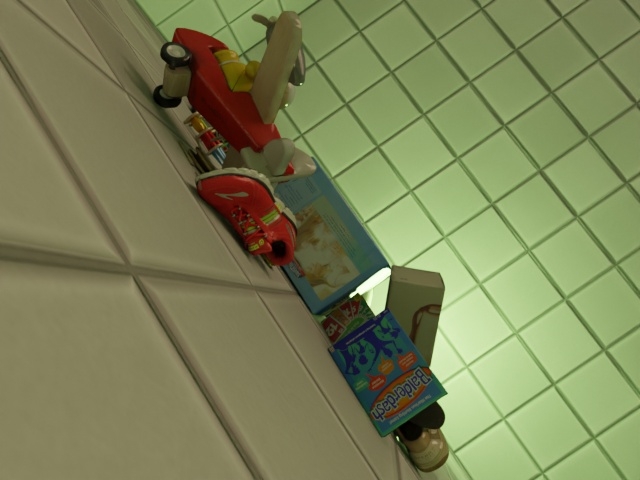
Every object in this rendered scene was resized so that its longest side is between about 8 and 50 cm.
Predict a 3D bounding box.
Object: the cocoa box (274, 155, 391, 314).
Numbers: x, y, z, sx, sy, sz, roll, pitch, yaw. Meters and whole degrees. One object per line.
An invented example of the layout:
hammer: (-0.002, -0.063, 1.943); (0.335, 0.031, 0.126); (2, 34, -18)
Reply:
cocoa box: (0.000, 0.000, 1.359); (0.347, 0.231, 0.228); (56, 2, 14)

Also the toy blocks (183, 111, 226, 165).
toy blocks: (-0.294, -0.266, 1.367); (0.148, 0.054, 0.123); (55, 2, -7)

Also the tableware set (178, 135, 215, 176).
tableware set: (-0.212, -0.126, 1.037); (0.194, 0.039, 0.128); (56, 1, 31)

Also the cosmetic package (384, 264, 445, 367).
cosmetic package: (0.215, 0.226, 1.263); (0.153, 0.129, 0.296); (-56, 154, -74)

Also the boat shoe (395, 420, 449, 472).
boat shoe: (0.225, 0.423, 1.302); (0.110, 0.121, 0.341); (54, 3, -20)

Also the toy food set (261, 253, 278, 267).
toy food set: (-0.118, 0.024, 1.106); (0.083, 0.020, 0.082); (56, 1, 2)

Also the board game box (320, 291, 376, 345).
board game box: (0.098, 0.241, 1.185); (0.039, 0.124, 0.259); (46, 6, -40)

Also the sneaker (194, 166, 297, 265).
sneaker: (-0.118, -0.035, 0.928); (0.279, 0.107, 0.118); (39, 39, -52)

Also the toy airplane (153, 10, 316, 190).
toy airplane: (-0.139, -0.283, 1.106); (0.386, 0.272, 0.384); (11, -53, 40)

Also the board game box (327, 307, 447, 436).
board game box: (0.137, 0.271, 1.063); (0.210, 0.160, 0.047); (55, 1, 24)

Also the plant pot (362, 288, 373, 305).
plant pot: (0.118, 0.172, 2.098); (0.256, 0.256, 0.274); (-123, -165, -54)

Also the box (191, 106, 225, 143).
box: (-0.325, -0.364, 1.918); (0.395, 0.097, 0.318); (55, 3, -21)

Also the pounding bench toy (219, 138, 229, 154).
pounding bench toy: (-0.307, -0.304, 1.639); (0.052, 0.065, 0.083); (55, 1, -9)

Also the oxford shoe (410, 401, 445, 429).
oxford shoe: (0.189, 0.368, 1.181); (0.212, 0.076, 0.076); (29, -19, -2)
